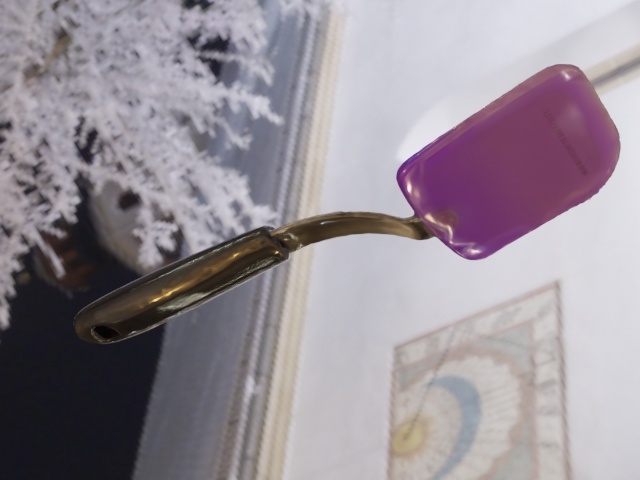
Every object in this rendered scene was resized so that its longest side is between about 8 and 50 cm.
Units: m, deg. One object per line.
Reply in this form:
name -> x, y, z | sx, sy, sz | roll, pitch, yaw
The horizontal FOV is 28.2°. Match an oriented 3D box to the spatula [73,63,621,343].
spatula -> 0.000, 0.000, 0.611 | 0.084, 0.296, 0.030 | 45, -145, -41
